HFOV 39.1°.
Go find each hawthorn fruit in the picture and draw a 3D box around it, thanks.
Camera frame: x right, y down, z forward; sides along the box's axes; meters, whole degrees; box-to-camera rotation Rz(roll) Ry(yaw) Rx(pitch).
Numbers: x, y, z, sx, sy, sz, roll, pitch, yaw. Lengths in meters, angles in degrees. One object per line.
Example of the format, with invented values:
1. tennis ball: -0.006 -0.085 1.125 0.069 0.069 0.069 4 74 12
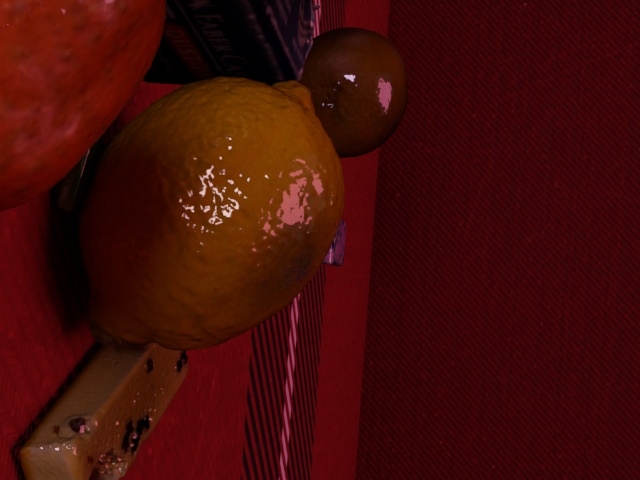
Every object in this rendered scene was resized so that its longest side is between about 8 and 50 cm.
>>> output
1. hawthorn fruit: -0.149 -0.101 0.368 0.189 0.189 0.189 4 90 -80

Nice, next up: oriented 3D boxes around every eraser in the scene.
1. eraser: -0.102 -0.203 0.631 0.332 0.155 0.101 53 44 -75

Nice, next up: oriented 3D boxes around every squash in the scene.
1. squash: -0.174 -0.062 0.653 0.027 0.027 0.089 70 26 -67

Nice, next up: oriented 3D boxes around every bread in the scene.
1. bread: -0.164 0.132 0.722 0.226 0.049 0.088 -65 157 -62

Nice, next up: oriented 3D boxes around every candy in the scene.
1. candy: 0.000 0.000 1.550 0.160 0.073 0.092 21 75 -80

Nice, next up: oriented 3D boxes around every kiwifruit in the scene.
1. kiwifruit: 0.039 -0.222 1.353 0.234 0.196 0.195 -68 160 -74

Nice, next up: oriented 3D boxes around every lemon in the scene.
1. lemon: -0.084 -0.020 0.696 0.256 0.188 0.188 -54 163 -9
